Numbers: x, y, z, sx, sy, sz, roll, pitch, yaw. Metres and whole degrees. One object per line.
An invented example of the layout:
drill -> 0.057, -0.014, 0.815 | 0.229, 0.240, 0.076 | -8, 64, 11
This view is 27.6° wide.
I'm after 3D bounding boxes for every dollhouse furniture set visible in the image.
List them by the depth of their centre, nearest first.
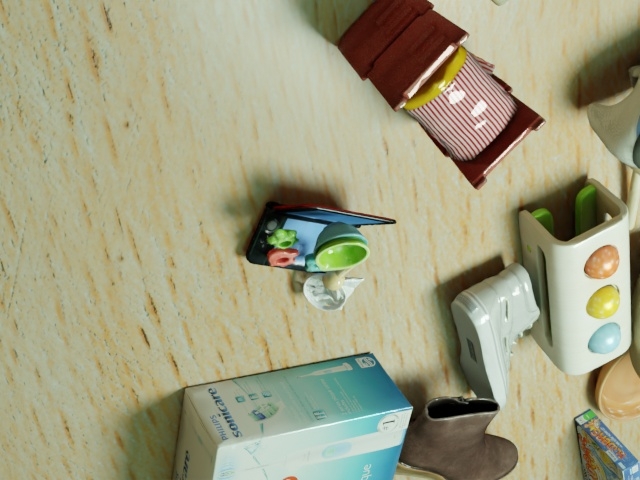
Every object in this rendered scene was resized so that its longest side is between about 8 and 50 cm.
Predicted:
dollhouse furniture set -> 0.223, -0.273, 1.501 | 0.374, 0.152, 0.201 | -47, 135, 9

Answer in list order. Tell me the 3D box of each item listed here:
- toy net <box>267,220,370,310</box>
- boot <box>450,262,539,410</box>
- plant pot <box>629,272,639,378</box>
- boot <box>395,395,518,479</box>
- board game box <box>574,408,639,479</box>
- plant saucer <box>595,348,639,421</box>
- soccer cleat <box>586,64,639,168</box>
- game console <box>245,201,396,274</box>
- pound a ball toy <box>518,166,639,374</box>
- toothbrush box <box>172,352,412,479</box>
toy net -> 0.000, 0.045, 1.644 | 0.122, 0.045, 0.232 | -12, 153, -3
boot -> 0.271, 0.144, 1.908 | 0.123, 0.095, 0.258 | -32, 141, -14
plant pot -> 0.581, 0.147, 1.988 | 0.284, 0.284, 0.191 | 4, 132, -34
boot -> 0.225, 0.299, 1.955 | 0.248, 0.090, 0.207 | 3, 148, -23
board game box -> 0.493, 0.395, 2.214 | 0.035, 0.136, 0.201 | -29, 134, -11
plant saucer -> 0.536, 0.214, 2.168 | 0.200, 0.037, 0.200 | -18, 132, -20
soccer cleat -> 0.498, -0.225, 1.727 | 0.331, 0.143, 0.116 | -35, 139, -12
game console -> 0.000, 0.000, 1.625 | 0.144, 0.085, 0.124 | 10, 114, -36
pound a ball toy -> 0.411, 0.028, 1.873 | 0.208, 0.136, 0.319 | -25, 134, -13
toothbrush box -> -0.045, 0.296, 1.806 | 0.295, 0.126, 0.216 | -7, 127, -26
